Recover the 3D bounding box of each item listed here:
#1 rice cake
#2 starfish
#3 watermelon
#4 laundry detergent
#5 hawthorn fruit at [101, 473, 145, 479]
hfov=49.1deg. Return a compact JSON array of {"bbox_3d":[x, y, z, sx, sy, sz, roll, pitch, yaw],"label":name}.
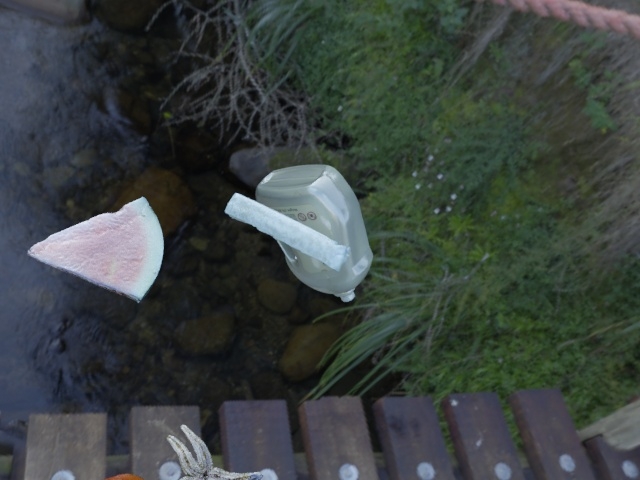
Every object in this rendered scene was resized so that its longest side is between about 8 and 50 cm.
[{"bbox_3d":[-0.029,-0.008,0.578,0.121,0.022,0.021,26,0,28],"label":"rice cake"},{"bbox_3d":[-0.141,0.311,0.909,0.130,0.041,0.133,11,48,-20],"label":"starfish"},{"bbox_3d":[-0.348,0.045,1.118,0.202,0.136,0.207,-14,46,-19],"label":"watermelon"},{"bbox_3d":[0.000,0.000,1.172,0.091,0.181,0.253,-54,131,-41],"label":"laundry detergent"},{"bbox_3d":[-0.365,0.483,1.141,0.243,0.207,0.207,52,25,-54],"label":"hawthorn fruit"}]
